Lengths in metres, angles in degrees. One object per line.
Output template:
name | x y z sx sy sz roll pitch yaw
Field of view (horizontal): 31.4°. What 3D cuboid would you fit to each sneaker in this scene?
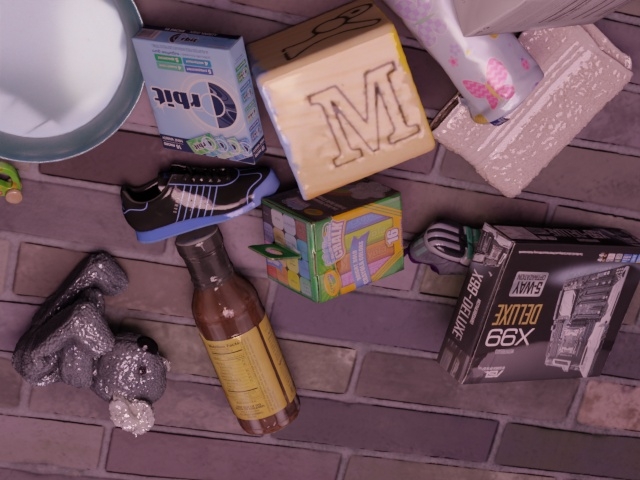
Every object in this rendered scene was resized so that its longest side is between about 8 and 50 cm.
sneaker | -0.179 -0.074 1.668 0.232 0.081 0.090 -21 120 0
sneaker | 0.234 0.026 1.798 0.223 0.083 0.098 20 150 -30

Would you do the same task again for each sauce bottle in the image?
sauce bottle | -0.130 0.135 1.752 0.111 0.111 0.344 -19 114 -1

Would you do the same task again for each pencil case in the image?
pencil case | 0.191 -0.291 1.590 0.273 0.124 0.113 50 56 -12

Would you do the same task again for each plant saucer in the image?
plant saucer | -0.398 -0.263 1.571 0.317 0.044 0.317 -4 114 -8

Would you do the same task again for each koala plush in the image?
koala plush | -0.321 0.175 1.705 0.221 0.196 0.203 40 113 -22

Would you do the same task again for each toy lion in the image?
toy lion | -0.480 -0.091 1.617 0.100 0.034 0.096 -7 140 -7

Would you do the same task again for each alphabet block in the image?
alphabet block | 0.024 -0.202 1.588 0.197 0.192 0.193 -21 117 2

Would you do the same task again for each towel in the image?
towel | 0.319 -0.212 1.708 0.187 0.049 0.282 37 103 -21

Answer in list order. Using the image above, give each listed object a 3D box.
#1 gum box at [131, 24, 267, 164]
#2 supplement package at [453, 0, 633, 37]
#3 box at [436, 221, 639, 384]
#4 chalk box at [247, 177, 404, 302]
gum box | -0.165 -0.200 1.568 0.157 0.041 0.184 12 135 25
supplement package | 0.304 -0.366 1.520 0.244 0.134 0.139 -12 84 -31
box | 0.350 0.099 1.775 0.307 0.076 0.242 3 114 -35
chalk box | 0.000 0.000 1.657 0.213 0.132 0.132 -20 119 -30
